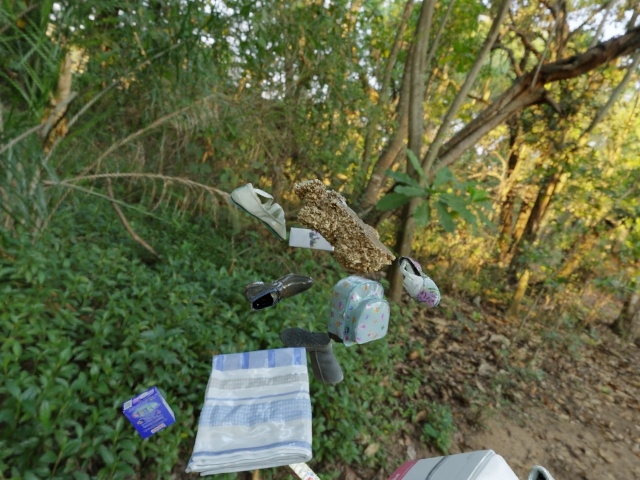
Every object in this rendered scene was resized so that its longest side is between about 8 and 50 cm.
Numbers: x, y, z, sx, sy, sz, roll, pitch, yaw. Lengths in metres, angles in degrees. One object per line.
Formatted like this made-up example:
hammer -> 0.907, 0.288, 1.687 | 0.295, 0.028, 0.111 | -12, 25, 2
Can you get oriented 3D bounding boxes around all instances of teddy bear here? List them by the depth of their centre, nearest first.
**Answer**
teddy bear -> 0.045, -0.033, 1.171 | 0.338, 0.113, 0.245 | 48, 17, 23

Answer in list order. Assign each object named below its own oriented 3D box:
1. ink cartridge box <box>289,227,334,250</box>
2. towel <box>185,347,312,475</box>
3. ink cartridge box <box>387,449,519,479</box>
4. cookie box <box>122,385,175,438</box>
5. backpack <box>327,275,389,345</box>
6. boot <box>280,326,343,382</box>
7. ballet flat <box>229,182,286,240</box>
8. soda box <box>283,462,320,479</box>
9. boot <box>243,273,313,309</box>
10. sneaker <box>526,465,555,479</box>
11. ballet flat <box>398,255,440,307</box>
ink cartridge box -> 0.000, 0.000, 1.466 | 0.181, 0.062, 0.104 | 7, -1, 9
towel -> -0.123, 0.302, 0.857 | 0.209, 0.034, 0.285 | -5, 26, -1
ink cartridge box -> 0.261, 0.519, 0.842 | 0.117, 0.283, 0.207 | -30, 78, -35
cookie box -> -0.445, 0.448, 1.187 | 0.091, 0.107, 0.040 | -27, 26, -12
backpack -> 0.113, 0.201, 1.327 | 0.165, 0.189, 0.144 | -4, 6, -39
boot -> -0.026, 0.380, 1.498 | 0.189, 0.076, 0.209 | 8, -42, 21
ballet flat -> -0.148, -0.080, 1.269 | 0.086, 0.086, 0.248 | 25, -10, 36
soda box -> -0.084, 1.018, 2.002 | 0.058, 0.061, 0.181 | -24, -72, 46
boot -> -0.120, 0.162, 1.375 | 0.219, 0.082, 0.106 | -11, 22, -8
sneaker -> 0.624, 0.806, 1.316 | 0.114, 0.305, 0.152 | -7, -49, 31
ballet flat -> 0.257, 0.108, 1.262 | 0.079, 0.077, 0.222 | 33, 17, -19
